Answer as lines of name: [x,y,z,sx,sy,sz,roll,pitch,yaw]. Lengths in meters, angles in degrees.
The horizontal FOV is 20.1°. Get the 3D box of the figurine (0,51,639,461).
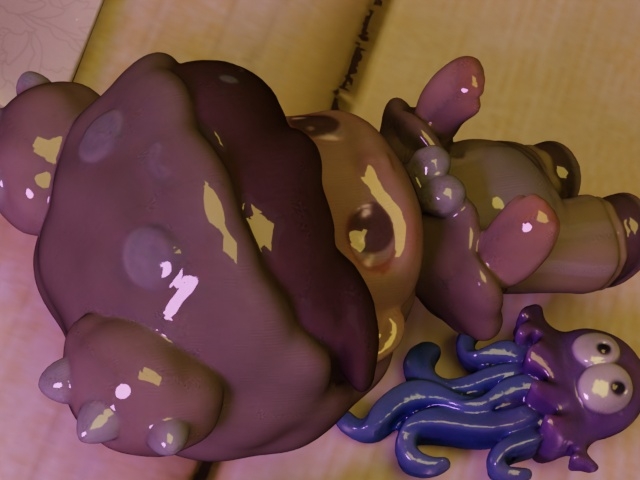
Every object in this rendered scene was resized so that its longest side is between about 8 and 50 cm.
figurine: [0.001,0.000,1.021,0.380,0.203,0.248,-8,59,-29]

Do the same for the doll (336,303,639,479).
doll: [0.111,0.096,1.082,0.205,0.067,0.110,-11,64,-8]

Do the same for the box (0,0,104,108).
box: [-0.188,-0.154,1.110,0.109,0.029,0.198,20,65,-7]
